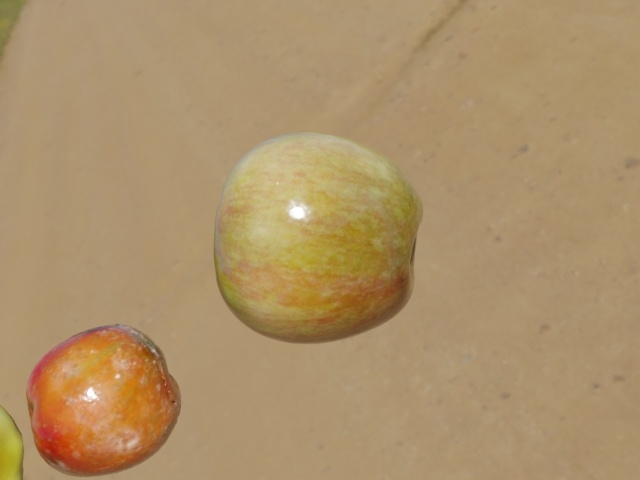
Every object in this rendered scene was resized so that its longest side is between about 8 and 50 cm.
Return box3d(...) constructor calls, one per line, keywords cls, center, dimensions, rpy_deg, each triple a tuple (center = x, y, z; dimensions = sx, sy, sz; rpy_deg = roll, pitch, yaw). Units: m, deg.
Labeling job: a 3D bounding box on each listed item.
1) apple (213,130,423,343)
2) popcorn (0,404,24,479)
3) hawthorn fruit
box3d(cls="apple", center=(0.000, 0.000, 1.247), dimensions=(0.234, 0.256, 0.256), rpy_deg=(10, 35, 8))
box3d(cls="popcorn", center=(-0.192, 0.125, 0.223), dimensions=(0.174, 0.286, 0.225), rpy_deg=(-22, 68, 29))
box3d(cls="hawthorn fruit", center=(-0.243, 0.181, 1.159), dimensions=(0.173, 0.173, 0.173), rpy_deg=(-29, 22, 13))
